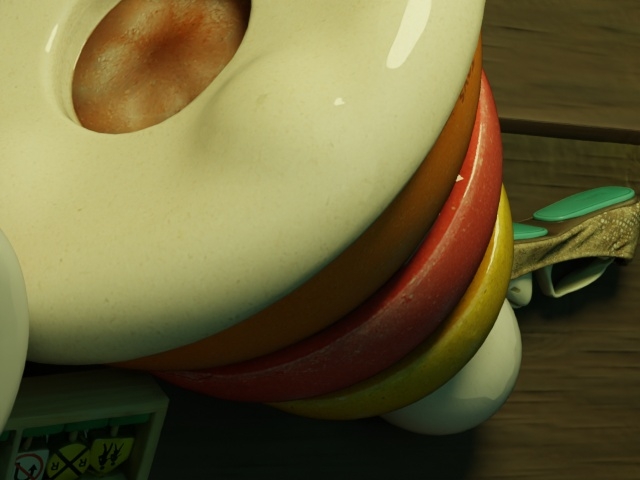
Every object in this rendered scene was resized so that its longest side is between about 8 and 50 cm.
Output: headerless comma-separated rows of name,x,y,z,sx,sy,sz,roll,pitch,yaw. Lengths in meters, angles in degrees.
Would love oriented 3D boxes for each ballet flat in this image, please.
ballet flat,0.153,0.012,1.328,0.206,0.073,0.067,-13,104,-31

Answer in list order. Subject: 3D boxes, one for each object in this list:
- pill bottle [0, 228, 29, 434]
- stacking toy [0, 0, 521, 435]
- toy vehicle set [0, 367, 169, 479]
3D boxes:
pill bottle,-0.302,0.010,0.865,0.181,0.323,0.181,-36,139,-40
stacking toy,0.000,0.000,1.095,0.480,0.350,0.350,50,56,-49
toy vehicle set,-0.223,0.156,1.015,0.267,0.035,0.166,-5,125,-33
